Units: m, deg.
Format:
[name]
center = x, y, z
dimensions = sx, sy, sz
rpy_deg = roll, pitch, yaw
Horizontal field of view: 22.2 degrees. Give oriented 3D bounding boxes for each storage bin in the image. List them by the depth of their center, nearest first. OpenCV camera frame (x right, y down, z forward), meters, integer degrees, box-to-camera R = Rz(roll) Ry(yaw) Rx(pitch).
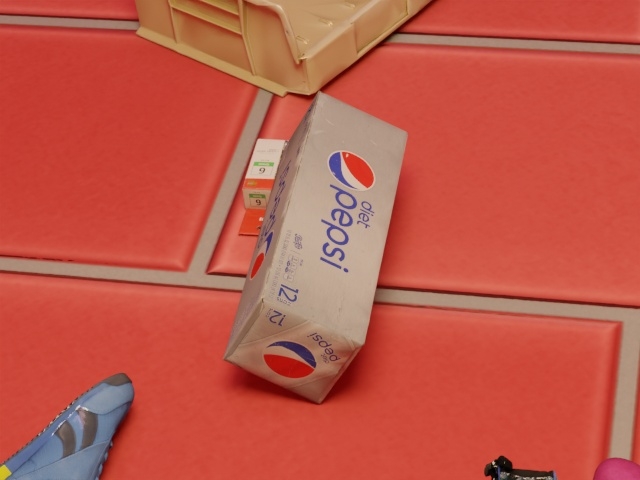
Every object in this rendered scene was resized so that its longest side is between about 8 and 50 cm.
[storage bin]
center = -0.037, -0.299, 1.779
dimensions = 0.260, 0.123, 0.262
rpy_deg = 25, 50, 32

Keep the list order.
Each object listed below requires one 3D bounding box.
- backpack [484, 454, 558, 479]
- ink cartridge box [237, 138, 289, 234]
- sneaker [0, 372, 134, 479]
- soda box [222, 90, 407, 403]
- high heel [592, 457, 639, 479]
[backpack]
center = 0.153, 0.232, 1.166
dimensions = 0.084, 0.105, 0.114
rpy_deg = 5, 48, 15
[ink cartridge box]
center = -0.041, -0.051, 1.569
dimensions = 0.063, 0.029, 0.115
rpy_deg = 3, 42, 11
[sneaker]
center = -0.205, 0.188, 1.306
dimensions = 0.082, 0.069, 0.209
rpy_deg = 43, 44, 3
[soda box]
center = 0.000, 0.000, 1.437
dimensions = 0.098, 0.091, 0.286
rpy_deg = 24, 42, -10
[high heel]
center = 0.255, 0.220, 1.155
dimensions = 0.082, 0.117, 0.244
rpy_deg = -11, 42, -5
